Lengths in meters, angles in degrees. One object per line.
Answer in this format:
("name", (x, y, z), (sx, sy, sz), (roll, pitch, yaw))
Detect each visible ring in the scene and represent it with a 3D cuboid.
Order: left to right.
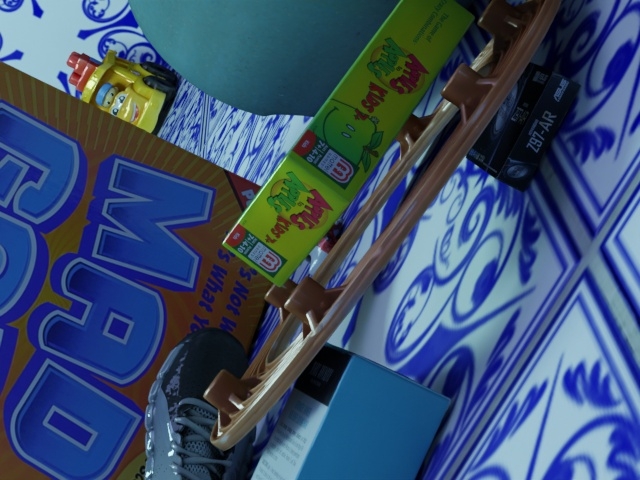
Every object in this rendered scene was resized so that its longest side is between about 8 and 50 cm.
("ring", (0.029, -0.020, 0.955), (0.336, 0.032, 0.336), (-54, 2, 3))

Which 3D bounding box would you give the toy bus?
("toy bus", (-0.396, -0.287, 3.095), (0.149, 0.211, 0.220), (-60, 14, 14))

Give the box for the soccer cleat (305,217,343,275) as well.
("soccer cleat", (0.000, 0.000, 1.230), (0.035, 0.029, 0.083), (-56, 18, 18))

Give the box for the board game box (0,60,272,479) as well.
("board game box", (-0.287, 0.104, 1.445), (0.356, 0.357, 0.356), (-46, 22, 57))

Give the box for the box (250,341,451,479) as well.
("box", (-0.018, 0.177, 0.855), (0.244, 0.060, 0.100), (-65, 11, -4))

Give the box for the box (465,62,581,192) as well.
("box", (0.112, -0.066, 0.904), (0.067, 0.018, 0.083), (-63, 11, 8))

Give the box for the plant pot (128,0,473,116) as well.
("plant pot", (0.010, -0.267, 1.092), (0.334, 0.341, 0.341), (122, 169, -63))

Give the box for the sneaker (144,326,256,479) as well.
("sneaker", (-0.075, 0.166, 1.112), (0.132, 0.086, 0.228), (-25, 51, 64))

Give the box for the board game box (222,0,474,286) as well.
("board game box", (0.018, -0.065, 0.921), (0.181, 0.043, 0.092), (-56, 3, -41))
